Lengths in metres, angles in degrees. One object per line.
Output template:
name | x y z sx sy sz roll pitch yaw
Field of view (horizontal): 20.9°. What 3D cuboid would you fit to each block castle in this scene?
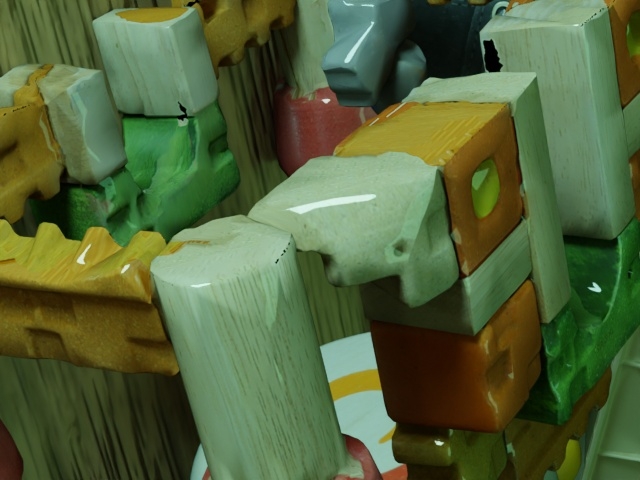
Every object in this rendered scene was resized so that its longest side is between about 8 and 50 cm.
block castle | 0.000 0.000 0.857 0.453 0.303 0.212 -42 127 -45

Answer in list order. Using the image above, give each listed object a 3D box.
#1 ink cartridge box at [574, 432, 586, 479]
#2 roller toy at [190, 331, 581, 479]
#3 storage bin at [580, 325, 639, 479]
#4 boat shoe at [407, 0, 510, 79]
ink cartridge box | 0.279 0.150 1.496 0.219 0.160 0.092 -10 110 -57
roller toy | 0.037 0.152 0.949 0.209 0.191 0.146 -66 143 -54
storage bin | 0.271 0.037 1.281 0.260 0.123 0.262 92 7 -50
boat shoe | 0.131 -0.016 1.208 0.187 0.156 0.500 -53 142 -39
